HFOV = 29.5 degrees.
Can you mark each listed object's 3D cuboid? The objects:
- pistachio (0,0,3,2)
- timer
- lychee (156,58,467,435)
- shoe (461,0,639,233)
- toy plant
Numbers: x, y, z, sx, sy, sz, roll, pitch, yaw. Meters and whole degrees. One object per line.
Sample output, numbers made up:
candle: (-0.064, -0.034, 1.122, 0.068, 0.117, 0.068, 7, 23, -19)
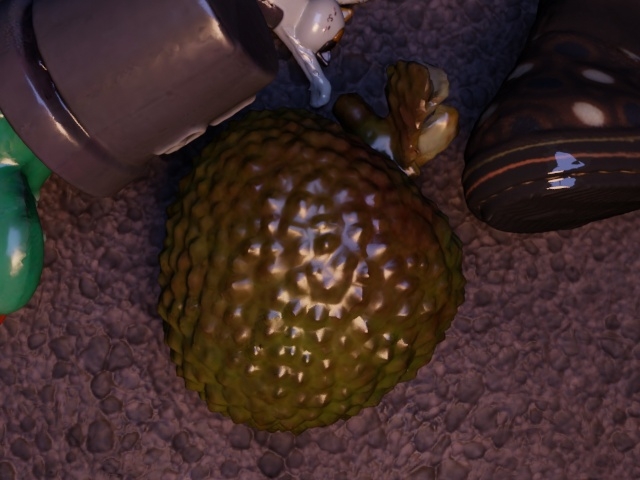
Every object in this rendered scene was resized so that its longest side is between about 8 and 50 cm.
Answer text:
pistachio: (-0.322, -0.250, 1.104, 0.126, 0.185, 0.108, 6, 119, 15)
timer: (-0.076, -0.254, 1.163, 0.266, 0.175, 0.175, 28, 79, -23)
lychee: (-0.006, 0.010, 1.060, 0.270, 0.270, 0.320, 20, 64, -5)
shoe: (0.261, -0.144, 1.115, 0.384, 0.171, 0.237, -11, 80, -40)
toy plant: (-0.235, -0.099, 1.032, 0.400, 0.185, 0.279, -27, 80, 17)
